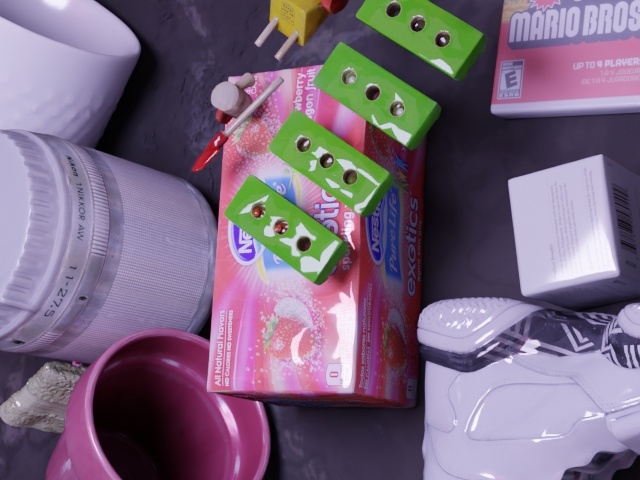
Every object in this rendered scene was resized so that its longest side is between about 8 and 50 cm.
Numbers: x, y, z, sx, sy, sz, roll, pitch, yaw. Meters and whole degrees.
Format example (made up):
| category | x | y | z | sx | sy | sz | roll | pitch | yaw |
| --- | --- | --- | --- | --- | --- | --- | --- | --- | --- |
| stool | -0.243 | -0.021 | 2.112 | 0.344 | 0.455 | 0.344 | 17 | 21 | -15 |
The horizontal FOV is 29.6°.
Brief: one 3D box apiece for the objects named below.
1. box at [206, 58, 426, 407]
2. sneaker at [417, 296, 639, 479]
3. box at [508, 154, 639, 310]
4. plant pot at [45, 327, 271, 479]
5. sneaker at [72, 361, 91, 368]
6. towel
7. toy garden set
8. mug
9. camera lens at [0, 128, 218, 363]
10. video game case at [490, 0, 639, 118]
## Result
| category | x | y | z | sx | sy | sz | roll | pitch | yaw |
| --- | --- | --- | --- | --- | --- | --- | --- | --- | --- |
| box | 0.000 | 0.000 | 1.121 | 0.154 | 0.142 | 0.299 | -2 | 77 | 27 |
| sneaker | 0.221 | 0.157 | 0.929 | 0.366 | 0.137 | 0.210 | 0 | 80 | 44 |
| box | 0.217 | -0.003 | 0.989 | 0.087 | 0.102 | 0.101 | -15 | 70 | 33 |
| plant pot | -0.178 | 0.214 | 1.205 | 0.180 | 0.201 | 0.201 | -43 | 55 | 42 |
| sneaker | -0.250 | 0.139 | 1.370 | 0.057 | 0.047 | 0.119 | -26 | 66 | 13 |
| towel | -0.255 | 0.175 | 1.291 | 0.110 | 0.148 | 0.027 | -41 | 46 | 29 |
| toy garden set | -0.002 | -0.115 | 1.041 | 0.204 | 0.049 | 0.244 | 36 | 94 | 25 |
| mug | -0.431 | -0.143 | 1.369 | 0.276 | 0.374 | 0.328 | 42 | 112 | 32 |
| camera lens | -0.254 | 0.014 | 1.248 | 0.219 | 0.274 | 0.219 | -11 | 72 | 37 |
| video game case | 0.258 | -0.251 | 1.069 | 0.204 | 0.025 | 0.285 | 1 | 79 | 39 |
